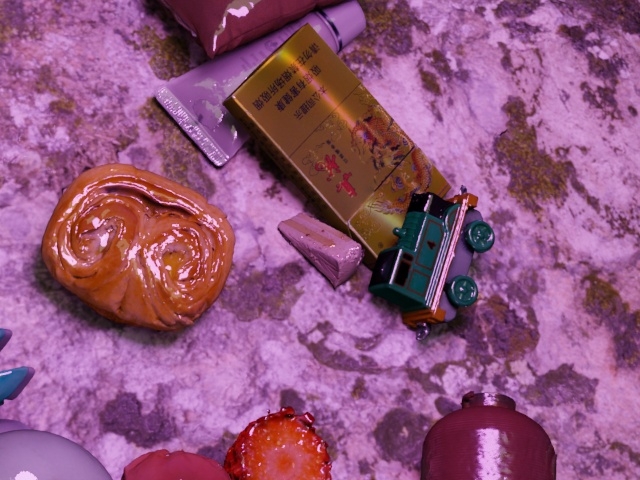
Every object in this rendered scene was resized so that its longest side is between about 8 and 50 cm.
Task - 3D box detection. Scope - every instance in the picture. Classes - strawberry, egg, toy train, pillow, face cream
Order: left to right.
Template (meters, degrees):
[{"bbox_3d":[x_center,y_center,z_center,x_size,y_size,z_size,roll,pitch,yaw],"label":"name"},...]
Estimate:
[{"bbox_3d":[-0.317,0.300,1.508,0.168,0.231,0.168,-14,61,26],"label":"egg"},{"bbox_3d":[-0.103,-0.401,1.906,0.305,0.108,0.308,-26,54,-20],"label":"pillow"},{"bbox_3d":[-0.071,-0.245,1.901,0.314,0.089,0.143,-39,84,-20],"label":"face cream"},{"bbox_3d":[-0.055,0.283,1.666,0.145,0.086,0.145,9,64,-18],"label":"strawberry"},{"bbox_3d":[0.147,0.021,1.813,0.136,0.091,0.227,22,74,-20],"label":"toy train"}]

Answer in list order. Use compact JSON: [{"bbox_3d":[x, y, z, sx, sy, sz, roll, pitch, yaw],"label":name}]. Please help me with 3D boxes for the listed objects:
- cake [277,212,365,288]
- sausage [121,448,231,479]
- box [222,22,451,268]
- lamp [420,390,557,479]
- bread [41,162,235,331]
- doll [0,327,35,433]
[{"bbox_3d":[0.000,0.000,1.826,0.121,0.065,0.052,44,60,14],"label":"cake"},{"bbox_3d":[-0.155,0.380,1.565,0.152,0.152,0.279,-5,68,-17],"label":"sausage"},{"bbox_3d":[0.027,-0.130,1.848,0.311,0.043,0.173,48,62,-11],"label":"box"},{"bbox_3d":[0.209,0.321,1.685,0.180,0.180,0.258,10,66,-11],"label":"lamp"},{"bbox_3d":[-0.230,0.008,1.722,0.236,0.120,0.198,24,64,-4],"label":"bread"},{"bbox_3d":[-0.461,0.184,1.584,0.258,0.153,0.194,-6,86,0],"label":"doll"}]
